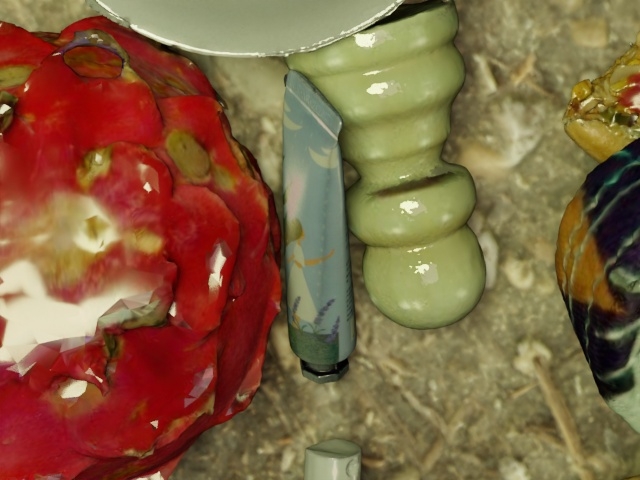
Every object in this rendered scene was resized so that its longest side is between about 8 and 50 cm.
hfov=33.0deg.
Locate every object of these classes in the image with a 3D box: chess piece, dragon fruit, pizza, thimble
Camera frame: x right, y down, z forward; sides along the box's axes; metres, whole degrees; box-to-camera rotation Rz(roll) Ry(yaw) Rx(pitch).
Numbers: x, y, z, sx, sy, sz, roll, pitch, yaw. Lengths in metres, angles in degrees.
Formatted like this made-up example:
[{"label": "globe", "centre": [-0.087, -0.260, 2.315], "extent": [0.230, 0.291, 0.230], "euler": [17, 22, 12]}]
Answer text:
[{"label": "chess piece", "centre": [0.063, -0.050, 0.823], "extent": [0.133, 0.133, 0.243], "euler": [-14, 105, 3]}, {"label": "dragon fruit", "centre": [-0.197, 0.032, 0.756], "extent": [0.386, 0.249, 0.371], "euler": [-16, 100, -12]}, {"label": "pizza", "centre": [0.296, -0.132, 0.829], "extent": [0.188, 0.062, 0.199], "euler": [14, 98, -3]}, {"label": "thimble", "centre": [0.297, 0.029, 0.787], "extent": [0.237, 0.150, 0.237], "euler": [-1, 120, -2]}]

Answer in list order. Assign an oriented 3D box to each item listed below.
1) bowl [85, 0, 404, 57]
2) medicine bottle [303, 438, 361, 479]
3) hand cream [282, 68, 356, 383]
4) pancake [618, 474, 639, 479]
[{"label": "bowl", "centre": [-0.044, -0.310, 0.745], "extent": [0.345, 0.157, 0.346], "euler": [2, 111, 5]}, {"label": "medicine bottle", "centre": [0.003, 0.338, 0.885], "extent": [0.110, 0.110, 0.352], "euler": [2, 99, 1]}, {"label": "hand cream", "centre": [0.000, 0.000, 0.812], "extent": [0.055, 0.088, 0.256], "euler": [-14, 128, -17]}, {"label": "pancake", "centre": [0.287, 0.365, 0.897], "extent": [0.386, 0.082, 0.387], "euler": [1, 105, 3]}]
